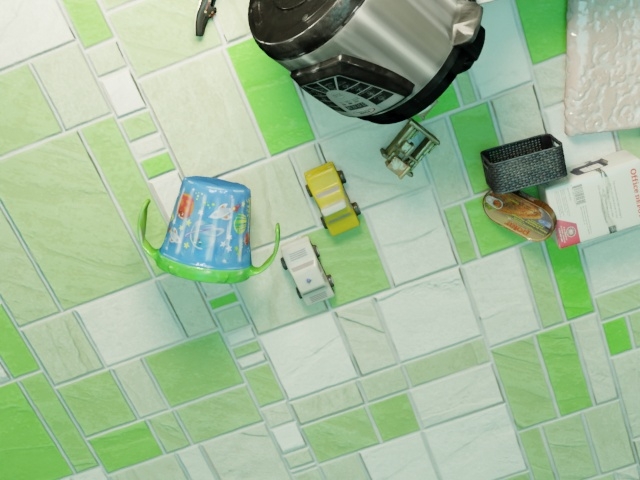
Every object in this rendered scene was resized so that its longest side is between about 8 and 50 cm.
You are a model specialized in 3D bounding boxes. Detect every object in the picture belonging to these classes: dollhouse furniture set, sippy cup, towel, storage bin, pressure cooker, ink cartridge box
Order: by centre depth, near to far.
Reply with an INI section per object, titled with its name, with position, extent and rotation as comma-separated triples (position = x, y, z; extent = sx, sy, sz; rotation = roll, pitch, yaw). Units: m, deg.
[pressure cooker]
position = 0.113, -0.448, 1.577
extent = 0.420, 0.370, 0.375
rotation = 27, 116, -41
[dollhouse furniture set]
position = 0.243, -0.233, 1.807
extent = 0.101, 0.161, 0.182
rotation = 35, 108, -15
[towel]
position = 0.738, -0.422, 1.809
extent = 0.317, 0.053, 0.331
rotation = -5, 111, 0
[sippy cup]
position = -0.266, -0.034, 1.848
extent = 0.306, 0.240, 0.224
rotation = 3, 104, -37
[storage bin]
position = 0.492, -0.186, 1.856
extent = 0.180, 0.122, 0.084
rotation = -16, 112, 4
[ink cartridge box]
position = 0.681, -0.104, 1.908
extent = 0.237, 0.100, 0.172
rotation = -18, 112, 6

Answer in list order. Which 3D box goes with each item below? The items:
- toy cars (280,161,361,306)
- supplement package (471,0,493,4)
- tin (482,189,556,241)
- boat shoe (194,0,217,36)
[toy cars]
position = 0.000, 0.000, 1.932
extent = 0.177, 0.087, 0.393
rotation = 16, 111, -8
[supplement package]
position = 0.437, -0.619, 1.593
extent = 0.293, 0.177, 0.175
rotation = -13, 112, 3
[tin]
position = 0.495, -0.069, 1.901
extent = 0.190, 0.040, 0.106
rotation = 31, 131, 18
[boat shoe]
position = -0.257, -0.525, 1.731
extent = 0.042, 0.049, 0.133
rotation = 18, 106, 0
